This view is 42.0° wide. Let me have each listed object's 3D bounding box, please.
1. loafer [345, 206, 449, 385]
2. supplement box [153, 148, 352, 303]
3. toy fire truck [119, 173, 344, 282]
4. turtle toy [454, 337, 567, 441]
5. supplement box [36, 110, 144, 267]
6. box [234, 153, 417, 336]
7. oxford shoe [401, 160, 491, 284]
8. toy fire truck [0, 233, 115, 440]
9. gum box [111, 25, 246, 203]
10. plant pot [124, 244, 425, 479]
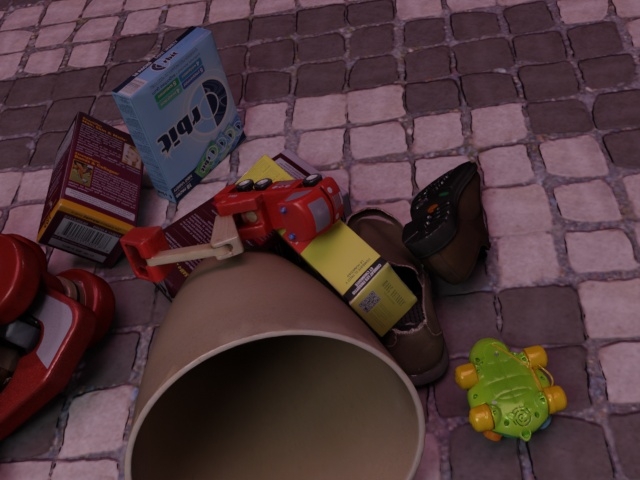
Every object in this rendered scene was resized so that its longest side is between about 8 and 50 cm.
[{"bbox_3d":[0.084,0.041,0.938,0.094,0.087,0.251,-18,46,-3],"label":"loafer"},{"bbox_3d":[-0.090,-0.002,1.032,0.239,0.073,0.130,-35,49,-20],"label":"supplement box"},{"bbox_3d":[-0.086,-0.012,0.819,0.192,0.047,0.135,-1,29,35],"label":"toy fire truck"},{"bbox_3d":[0.184,0.146,0.831,0.095,0.066,0.130,-14,45,0],"label":"turtle toy"},{"bbox_3d":[-0.301,-0.069,1.110,0.104,0.081,0.188,23,39,-27],"label":"supplement box"},{"bbox_3d":[0.000,0.000,0.889,0.058,0.087,0.232,-45,51,-2],"label":"box"},{"bbox_3d":[0.159,-0.020,0.992,0.082,0.096,0.227,-30,18,33],"label":"oxford shoe"},{"bbox_3d":[-0.403,0.112,0.963,0.302,0.169,0.254,23,82,29],"label":"toy fire truck"},{"bbox_3d":[-0.186,-0.169,1.134,0.041,0.184,0.157,23,56,31],"label":"gum box"},{"bbox_3d":[-0.060,0.121,0.815,0.256,0.257,0.274,-18,30,-3],"label":"plant pot"}]
